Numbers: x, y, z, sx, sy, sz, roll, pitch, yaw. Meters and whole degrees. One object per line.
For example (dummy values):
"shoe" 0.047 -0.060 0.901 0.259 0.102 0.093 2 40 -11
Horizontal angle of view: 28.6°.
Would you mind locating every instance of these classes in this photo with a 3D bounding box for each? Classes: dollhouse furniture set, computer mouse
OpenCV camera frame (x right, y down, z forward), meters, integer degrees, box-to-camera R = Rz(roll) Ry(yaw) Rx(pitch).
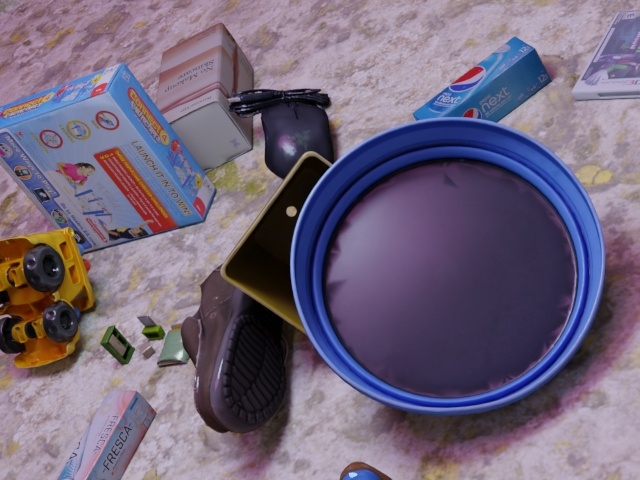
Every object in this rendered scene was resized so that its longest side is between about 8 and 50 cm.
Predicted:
"dollhouse furniture set" -0.270 0.155 1.991 0.152 0.058 0.076 -10 42 33
"computer mouse" -0.053 -0.201 2.176 0.189 0.072 0.272 -6 38 -10

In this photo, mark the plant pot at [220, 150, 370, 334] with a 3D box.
"plant pot" 0.000 0.000 1.791 0.212 0.212 0.187 -53 11 8

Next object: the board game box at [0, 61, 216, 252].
"board game box" -0.394 -0.136 2.233 0.302 0.308 0.086 -14 38 29

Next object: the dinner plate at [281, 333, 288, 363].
"dinner plate" -0.106 0.188 1.846 0.141 0.017 0.141 -24 36 18

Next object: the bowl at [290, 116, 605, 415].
"bowl" 0.160 0.034 1.585 0.391 0.077 0.391 -3 69 9

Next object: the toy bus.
"toy bus" -0.463 0.086 2.165 0.149 0.220 0.211 -15 6 28

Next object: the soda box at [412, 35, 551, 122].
"soda box" 0.255 -0.228 1.989 0.210 0.071 0.067 -37 34 -2

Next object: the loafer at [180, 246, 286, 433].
"loafer" -0.130 0.154 1.796 0.130 0.134 0.366 -27 25 19

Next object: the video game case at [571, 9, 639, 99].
"video game case" 0.492 -0.286 1.898 0.173 0.022 0.190 4 50 43

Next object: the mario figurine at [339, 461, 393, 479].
"mario figurine" 0.058 0.399 1.392 0.320 0.170 0.198 -105 36 -65

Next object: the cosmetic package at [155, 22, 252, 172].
"cosmetic package" -0.222 -0.271 2.407 0.153 0.129 0.296 -25 36 14

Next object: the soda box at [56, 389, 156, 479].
"soda box" -0.316 0.307 1.847 0.063 0.058 0.183 -5 44 37
